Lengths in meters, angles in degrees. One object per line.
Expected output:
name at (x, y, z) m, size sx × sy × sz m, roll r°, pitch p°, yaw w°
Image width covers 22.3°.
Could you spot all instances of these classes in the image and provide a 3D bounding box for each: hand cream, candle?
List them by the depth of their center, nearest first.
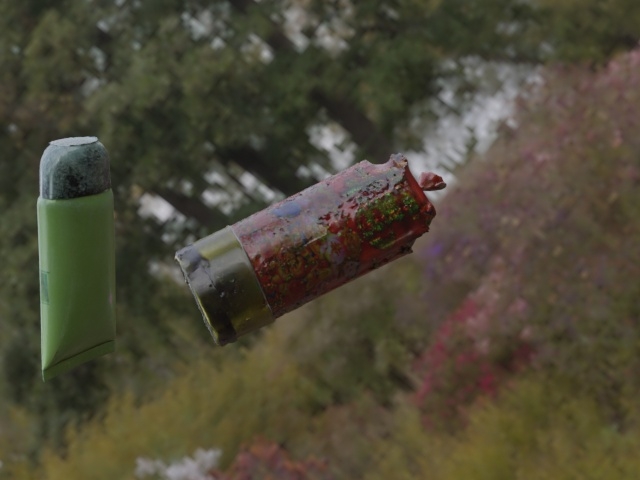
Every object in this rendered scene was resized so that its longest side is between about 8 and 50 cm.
candle at (0.000, 0.000, 0.756) m, size 0.130 × 0.052 × 0.052 m, roll -25°, pitch -11°, yaw -8°
hand cream at (-0.185, 0.011, 1.226) m, size 0.095 × 0.046 × 0.175 m, roll -24°, pitch -61°, yaw -62°
